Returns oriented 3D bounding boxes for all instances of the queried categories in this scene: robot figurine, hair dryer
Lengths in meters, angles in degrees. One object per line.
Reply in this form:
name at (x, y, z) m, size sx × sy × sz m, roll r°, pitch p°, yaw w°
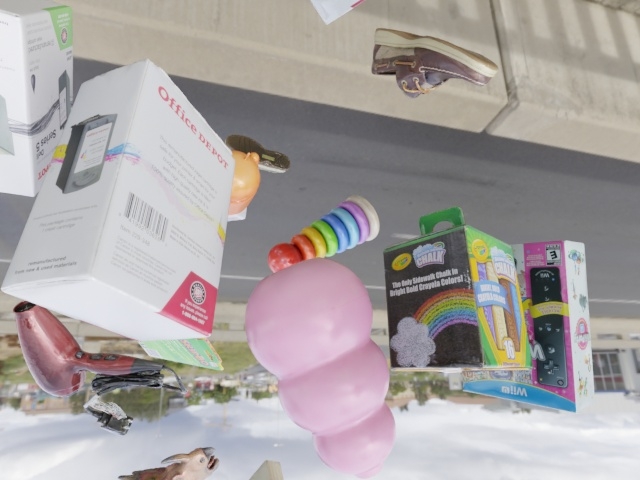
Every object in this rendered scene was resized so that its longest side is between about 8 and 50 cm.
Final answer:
robot figurine at (-0.218, -0.140, 1.025) m, size 0.157 × 0.128 × 0.219 m, roll -9°, pitch 170°, yaw -23°
hair dryer at (-0.385, 0.201, 0.713) m, size 0.223 × 0.080 × 0.293 m, roll -40°, pitch 111°, yaw 20°

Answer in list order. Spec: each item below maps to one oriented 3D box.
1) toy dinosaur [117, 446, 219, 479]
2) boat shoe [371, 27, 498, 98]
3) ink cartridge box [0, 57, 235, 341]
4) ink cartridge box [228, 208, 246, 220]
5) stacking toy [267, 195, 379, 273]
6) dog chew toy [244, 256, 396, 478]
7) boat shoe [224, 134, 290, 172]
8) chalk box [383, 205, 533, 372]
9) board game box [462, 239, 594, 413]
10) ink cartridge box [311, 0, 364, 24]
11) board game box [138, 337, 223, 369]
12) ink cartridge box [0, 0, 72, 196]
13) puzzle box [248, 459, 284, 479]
toy dinosaur at (-0.251, 0.436, 0.569) m, size 0.127 × 0.296 × 0.201 m, roll 6°, pitch 132°, yaw 23°
boat shoe at (0.219, -0.362, 0.892) m, size 0.123 × 0.123 × 0.342 m, roll -2°, pitch -149°, yaw -36°
ink cartridge box at (-0.235, -0.041, 0.567) m, size 0.131 × 0.307 × 0.226 m, roll -10°, pitch 150°, yaw 16°
ink cartridge box at (-0.354, -0.132, 1.295) m, size 0.160 × 0.093 × 0.219 m, roll -3°, pitch 165°, yaw 29°
stacking toy at (0.000, 0.000, 1.152) m, size 0.330 × 0.141 × 0.141 m, roll -29°, pitch 175°, yaw -26°
dog chew toy at (0.014, 0.199, 0.658) m, size 0.206 × 0.332 × 0.206 m, roll -23°, pitch 171°, yaw -4°
boat shoe at (-0.179, -0.224, 1.147) m, size 0.189 × 0.068 × 0.072 m, roll 22°, pitch 158°, yaw -29°
chalk box at (0.239, 0.086, 0.760) m, size 0.179 × 0.289 × 0.180 m, roll 17°, pitch 155°, yaw -40°
board game box at (0.403, 0.160, 0.845) m, size 0.097 × 0.304 × 0.224 m, roll 3°, pitch 173°, yaw -41°
ink cartridge box at (0.043, -0.515, 0.760) m, size 0.128 × 0.176 × 0.127 m, roll -16°, pitch 134°, yaw 35°
board game box at (-0.369, 0.269, 1.080) m, size 0.259 × 0.039 × 0.124 m, roll 4°, pitch 131°, yaw 27°
ink cartridge box at (-0.490, -0.238, 0.675) m, size 0.114 × 0.198 × 0.273 m, roll 9°, pitch 120°, yaw -15°
puzzle box at (-0.207, 0.821, 1.086) m, size 0.052 × 0.272 × 0.409 m, roll 27°, pitch 108°, yaw -31°
